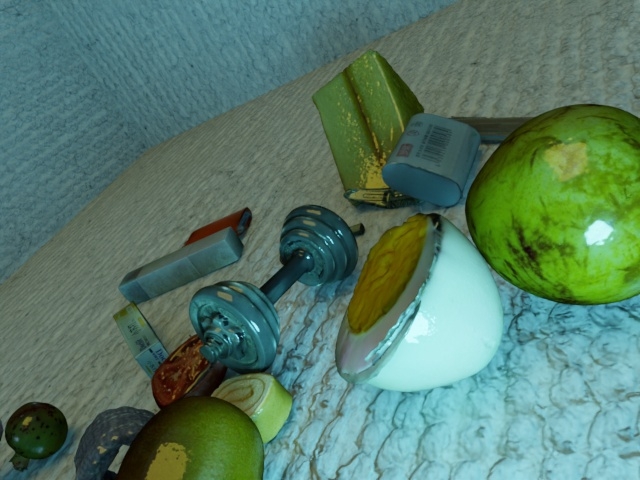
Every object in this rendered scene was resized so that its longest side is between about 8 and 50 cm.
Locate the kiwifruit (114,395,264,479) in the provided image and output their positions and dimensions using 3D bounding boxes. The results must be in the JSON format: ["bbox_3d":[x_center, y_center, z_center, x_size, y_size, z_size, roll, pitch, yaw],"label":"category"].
[{"bbox_3d":[-0.175,0.327,0.760,0.195,0.196,0.234,-17,34,30],"label":"kiwifruit"}]

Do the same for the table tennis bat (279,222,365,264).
[{"bbox_3d":[0.000,0.000,1.350,0.234,0.022,0.131,-17,28,32],"label":"table tennis bat"}]

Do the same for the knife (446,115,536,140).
[{"bbox_3d":[0.382,-0.250,1.340,0.365,0.043,0.089,15,85,55],"label":"knife"}]

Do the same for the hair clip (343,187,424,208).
[{"bbox_3d":[0.157,-0.105,1.319,0.229,0.036,0.066,0,65,33],"label":"hair clip"}]

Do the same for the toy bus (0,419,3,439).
[{"bbox_3d":[-0.760,0.485,1.151,0.317,0.112,0.138,-54,22,-3],"label":"toy bus"}]

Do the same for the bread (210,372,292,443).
[{"bbox_3d":[-0.119,0.280,0.926,0.149,0.073,0.122,-15,35,37],"label":"bread"}]

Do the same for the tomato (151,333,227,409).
[{"bbox_3d":[-0.224,0.251,1.078,0.174,0.082,0.166,-42,26,-12],"label":"tomato"}]

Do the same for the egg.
[{"bbox_3d":[0.146,0.104,0.825,0.264,0.174,0.286,-61,13,-3],"label":"egg"}]

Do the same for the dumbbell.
[{"bbox_3d":[-0.075,0.079,1.060,0.179,0.179,0.406,-8,26,42],"label":"dumbbell"}]

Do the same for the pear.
[{"bbox_3d":[0.336,-0.041,0.766,0.283,0.284,0.284,-26,26,14],"label":"pear"}]

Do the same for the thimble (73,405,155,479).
[{"bbox_3d":[-0.314,0.350,0.926,0.150,0.150,0.097,-38,26,-12],"label":"thimble"}]

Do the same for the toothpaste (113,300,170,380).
[{"bbox_3d":[-0.410,0.230,1.327,0.071,0.089,0.312,-35,24,-17],"label":"toothpaste"}]

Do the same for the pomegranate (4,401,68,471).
[{"bbox_3d":[-0.591,0.397,1.190,0.130,0.130,0.130,-26,26,14],"label":"pomegranate"}]

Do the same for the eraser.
[{"bbox_3d":[0.247,-0.181,1.255,0.173,0.081,0.227,21,43,10],"label":"eraser"}]

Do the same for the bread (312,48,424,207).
[{"bbox_3d":[0.118,-0.278,1.459,0.233,0.245,0.362,-34,25,27],"label":"bread"}]

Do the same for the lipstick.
[{"bbox_3d":[-0.388,0.074,1.595,0.371,0.076,0.080,-23,26,19],"label":"lipstick"}]

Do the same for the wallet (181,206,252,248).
[{"bbox_3d":[-0.306,-0.021,1.708,0.204,0.045,0.142,-22,25,20],"label":"wallet"}]
